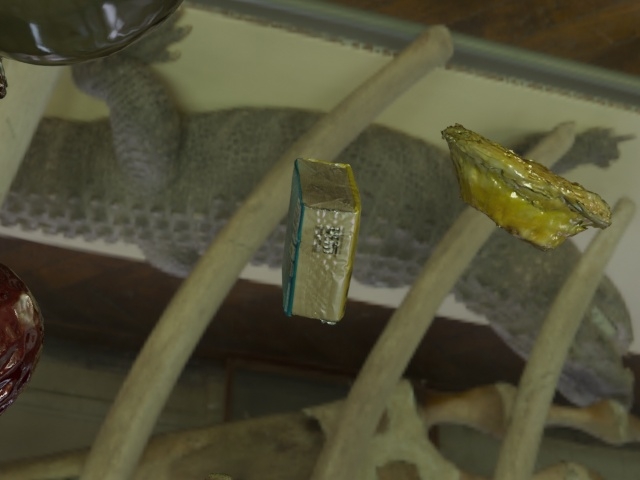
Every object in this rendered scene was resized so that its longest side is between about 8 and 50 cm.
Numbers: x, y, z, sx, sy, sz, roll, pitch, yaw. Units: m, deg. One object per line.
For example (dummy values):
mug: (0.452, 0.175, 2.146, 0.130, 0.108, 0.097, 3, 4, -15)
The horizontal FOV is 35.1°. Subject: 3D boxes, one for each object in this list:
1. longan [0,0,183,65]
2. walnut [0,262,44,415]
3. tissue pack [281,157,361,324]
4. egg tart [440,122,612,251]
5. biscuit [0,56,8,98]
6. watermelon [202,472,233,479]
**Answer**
longan: (-0.242, -0.322, 0.925, 0.318, 0.319, 0.319, 2, 145, 1)
walnut: (-0.453, 0.129, 1.118, 0.221, 0.269, 0.244, 6, 129, 23)
tissue pack: (0.000, 0.000, 1.991, 0.134, 0.192, 0.271, 5, 124, -7)
egg tart: (0.128, -0.032, 0.667, 0.128, 0.129, 0.049, 25, 99, -29)
biscuit: (-0.507, -0.207, 1.197, 0.252, 0.070, 0.106, -13, 128, -19)
watermelon: (-0.147, 0.366, 1.309, 0.087, 0.163, 0.069, -17, 103, 36)
